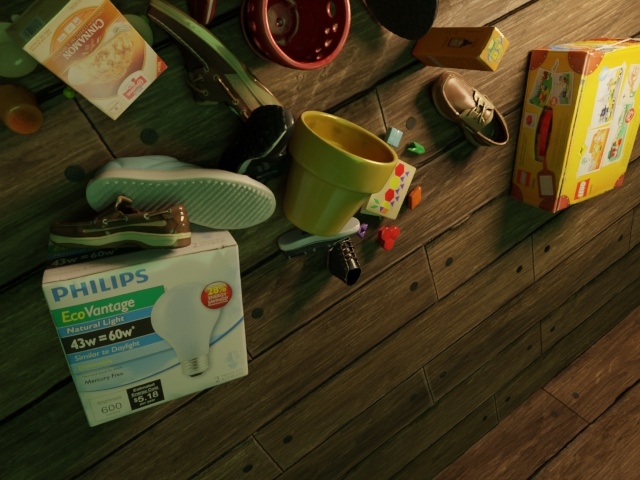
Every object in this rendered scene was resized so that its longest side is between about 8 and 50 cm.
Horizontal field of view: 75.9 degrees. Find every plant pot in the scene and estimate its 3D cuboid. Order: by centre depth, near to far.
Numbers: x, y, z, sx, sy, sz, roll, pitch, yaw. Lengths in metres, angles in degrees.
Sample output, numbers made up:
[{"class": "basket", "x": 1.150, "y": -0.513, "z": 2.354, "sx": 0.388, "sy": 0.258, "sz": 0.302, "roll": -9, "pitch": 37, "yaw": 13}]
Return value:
[{"class": "plant pot", "x": -0.060, "y": -0.453, "z": 0.834, "sx": 0.191, "sy": 0.174, "sz": 0.191, "roll": -13, "pitch": 119, "yaw": -23}, {"class": "plant pot", "x": 0.024, "y": -0.149, "z": 1.003, "sx": 0.254, "sy": 0.254, "sz": 0.239, "roll": 6, "pitch": 125, "yaw": -32}]

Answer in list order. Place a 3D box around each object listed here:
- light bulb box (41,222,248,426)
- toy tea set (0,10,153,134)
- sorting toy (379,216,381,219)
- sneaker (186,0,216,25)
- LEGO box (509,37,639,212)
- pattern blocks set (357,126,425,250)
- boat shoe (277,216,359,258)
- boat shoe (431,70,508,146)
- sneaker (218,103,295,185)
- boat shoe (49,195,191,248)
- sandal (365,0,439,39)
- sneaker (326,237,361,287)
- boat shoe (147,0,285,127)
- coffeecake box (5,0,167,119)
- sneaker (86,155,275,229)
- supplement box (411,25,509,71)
[{"class": "light bulb box", "x": -0.370, "y": 0.153, "z": 0.926, "sx": 0.357, "sy": 0.225, "sz": 0.361, "roll": -13, "pitch": 120, "yaw": -24}, {"class": "toy tea set", "x": -0.475, "y": -0.347, "z": 0.713, "sx": 0.336, "sy": 0.124, "sz": 0.200, "roll": -43, "pitch": 156, "yaw": -9}, {"class": "sorting toy", "x": 0.183, "y": -0.102, "z": 1.248, "sx": 0.062, "sy": 0.012, "sz": 0.083, "roll": -36, "pitch": 126, "yaw": -10}, {"class": "sneaker", "x": -0.179, "y": -0.526, "z": 0.787, "sx": 0.128, "sy": 0.087, "sz": 0.221, "roll": -24, "pitch": 147, "yaw": -42}, {"class": "LEGO box", "x": 0.878, "y": -0.393, "z": 1.389, "sx": 0.372, "sy": 0.193, "sz": 0.500, "roll": -18, "pitch": 121, "yaw": -22}, {"class": "pattern blocks set", "x": 0.197, "y": -0.150, "z": 1.209, "sx": 0.285, "sy": 0.026, "sz": 0.325, "roll": 25, "pitch": 94, "yaw": -41}, {"class": "boat shoe", "x": 0.000, "y": 0.000, "z": 1.123, "sx": 0.228, "sy": 0.080, "sz": 0.076, "roll": -17, "pitch": 128, "yaw": 2}, {"class": "boat shoe", "x": 0.451, "y": -0.379, "z": 1.199, "sx": 0.324, "sy": 0.116, "sz": 0.123, "roll": 24, "pitch": 100, "yaw": -36}, {"class": "sneaker", "x": -0.115, "y": -0.199, "z": 0.905, "sx": 0.124, "sy": 0.283, "sz": 0.107, "roll": 3, "pitch": 72, "yaw": -36}, {"class": "boat shoe", "x": -0.374, "y": -0.037, "z": 0.776, "sx": 0.257, "sy": 0.095, "sz": 0.095, "roll": 0, "pitch": 98, "yaw": -4}, {"class": "sandal", "x": 0.129, "y": -0.636, "z": 0.872, "sx": 0.445, "sy": 0.167, "sz": 0.107, "roll": 40, "pitch": 67, "yaw": -36}, {"class": "sneaker", "x": 0.074, "y": 0.018, "z": 1.178, "sx": 0.083, "sy": 0.118, "sz": 0.222, "roll": -15, "pitch": 119, "yaw": -23}, {"class": "boat shoe", "x": -0.217, "y": -0.328, "z": 0.843, "sx": 0.123, "sy": 0.123, "sz": 0.342, "roll": -49, "pitch": 136, "yaw": 5}, {"class": "coffeecake box", "x": -0.375, "y": -0.316, "z": 0.684, "sx": 0.142, "sy": 0.068, "sz": 0.185, "roll": -47, "pitch": 157, "yaw": -2}, {"class": "sneaker", "x": -0.278, "y": -0.123, "z": 0.868, "sx": 0.365, "sy": 0.150, "sz": 0.135, "roll": 6, "pitch": 130, "yaw": -19}, {"class": "supplement box", "x": 0.337, "y": -0.474, "z": 1.014, "sx": 0.080, "sy": 0.233, "sz": 0.078, "roll": 20, "pitch": 103, "yaw": -35}]
